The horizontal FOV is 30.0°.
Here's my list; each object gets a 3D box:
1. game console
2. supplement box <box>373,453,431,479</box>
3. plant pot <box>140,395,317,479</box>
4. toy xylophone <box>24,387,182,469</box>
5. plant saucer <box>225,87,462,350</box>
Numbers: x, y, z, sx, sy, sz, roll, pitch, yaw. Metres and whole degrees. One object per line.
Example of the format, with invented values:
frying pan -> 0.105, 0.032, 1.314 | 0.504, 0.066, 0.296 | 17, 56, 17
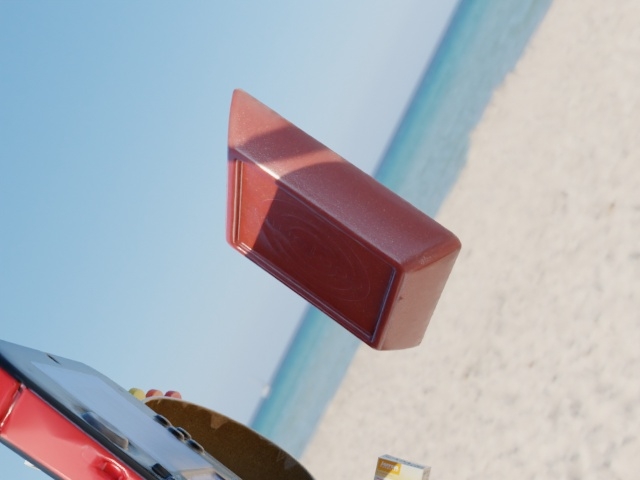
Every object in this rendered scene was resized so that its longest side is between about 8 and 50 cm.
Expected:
game console -> -0.118, 0.205, 1.011 | 0.060, 0.342, 0.386 | -58, -8, -6
supplement box -> 0.094, 0.320, 1.472 | 0.036, 0.062, 0.098 | 8, -87, -68
plant pot -> -0.160, 0.347, 1.374 | 0.254, 0.237, 0.237 | -61, 0, 7
toy xylophone -> -0.282, 0.292, 1.537 | 0.323, 0.081, 0.236 | 35, -113, -66
plant saucer -> 0.000, 0.000, 1.178 | 0.047, 0.258, 0.259 | -50, -13, -23
